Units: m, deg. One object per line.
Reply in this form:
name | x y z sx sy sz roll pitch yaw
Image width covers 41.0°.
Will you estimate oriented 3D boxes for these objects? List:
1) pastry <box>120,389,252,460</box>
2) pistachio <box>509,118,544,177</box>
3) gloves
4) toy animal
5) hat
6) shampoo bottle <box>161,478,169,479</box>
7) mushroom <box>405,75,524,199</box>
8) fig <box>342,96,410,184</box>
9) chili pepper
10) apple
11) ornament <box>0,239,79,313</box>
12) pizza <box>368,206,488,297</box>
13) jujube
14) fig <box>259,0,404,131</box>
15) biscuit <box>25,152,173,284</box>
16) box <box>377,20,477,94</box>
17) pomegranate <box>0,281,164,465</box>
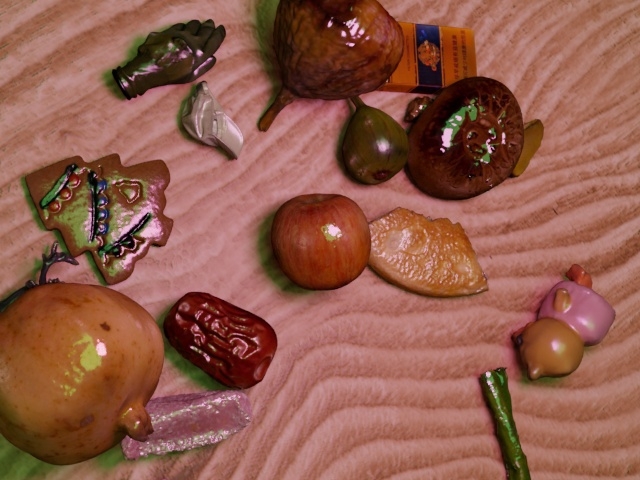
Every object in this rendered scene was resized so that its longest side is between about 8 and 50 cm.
pastry | -0.270 0.355 1.675 0.265 0.112 0.102 -8 96 -26
pistachio | 0.470 -0.225 2.042 0.089 0.049 0.173 49 67 -32
gloves | -0.306 -0.382 1.777 0.268 0.107 0.135 -40 126 -22
toy animal | 0.550 0.210 1.947 0.281 0.169 0.195 -42 131 -17
hat | -0.226 -0.241 1.805 0.166 0.081 0.122 46 31 -23
shampoo bottle | -0.308 0.515 1.668 0.072 0.043 0.099 47 70 -8
mushroom | 0.322 -0.233 1.927 0.278 0.163 0.297 38 87 -4
fig | 0.107 -0.254 1.892 0.151 0.151 0.259 -7 67 -20
chili pepper | 0.419 0.464 1.914 0.085 0.076 0.359 -2 81 -44
apple | 0.000 0.000 1.764 0.211 0.211 0.187 -9 108 -20
ornament | -0.586 0.066 1.612 0.236 0.080 0.202 -34 99 -11
pizza | 0.225 0.026 1.908 0.365 0.074 0.182 17 79 -15
jujube | -0.197 0.194 1.704 0.230 0.155 0.155 33 73 -1
fig | -0.004 -0.368 1.809 0.286 0.286 0.368 30 107 -12
biscuit | -0.444 -0.063 1.708 0.302 0.043 0.278 19 76 -15
box | 0.244 -0.421 1.985 0.237 0.070 0.152 -1 82 -18
pomegranate | -0.422 0.235 1.508 0.343 0.342 0.342 3 81 -18
